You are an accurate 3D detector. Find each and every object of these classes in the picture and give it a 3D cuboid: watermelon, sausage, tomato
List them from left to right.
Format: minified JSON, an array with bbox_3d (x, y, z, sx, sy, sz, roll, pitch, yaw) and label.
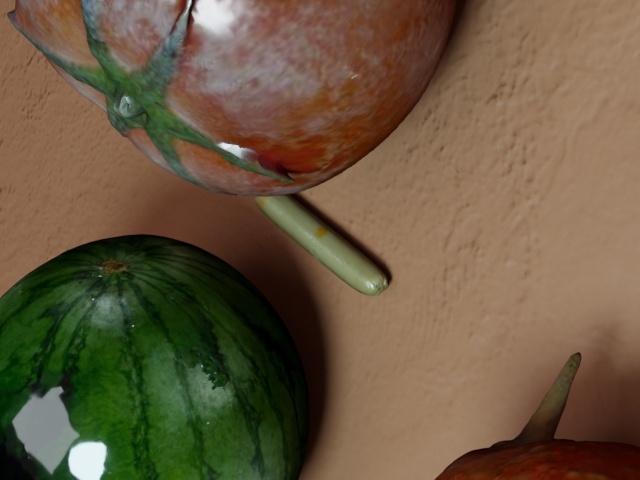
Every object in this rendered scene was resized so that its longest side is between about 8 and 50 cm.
[{"bbox_3d":[-0.123,0.119,0.862,0.242,0.242,0.242,0,90,47],"label":"watermelon"},{"bbox_3d":[-0.045,-0.165,0.768,0.265,0.265,0.264,0,90,47],"label":"tomato"},{"bbox_3d":[0.000,0.000,0.884,0.132,0.024,0.024,40,118,38],"label":"sausage"}]

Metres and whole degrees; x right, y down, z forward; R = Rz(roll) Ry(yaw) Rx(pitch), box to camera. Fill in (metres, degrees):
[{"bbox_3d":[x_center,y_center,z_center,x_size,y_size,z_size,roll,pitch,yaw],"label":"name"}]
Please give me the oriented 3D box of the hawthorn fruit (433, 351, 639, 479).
[{"bbox_3d":[0.134,0.183,0.632,0.210,0.211,0.262,-43,43,38],"label":"hawthorn fruit"}]
